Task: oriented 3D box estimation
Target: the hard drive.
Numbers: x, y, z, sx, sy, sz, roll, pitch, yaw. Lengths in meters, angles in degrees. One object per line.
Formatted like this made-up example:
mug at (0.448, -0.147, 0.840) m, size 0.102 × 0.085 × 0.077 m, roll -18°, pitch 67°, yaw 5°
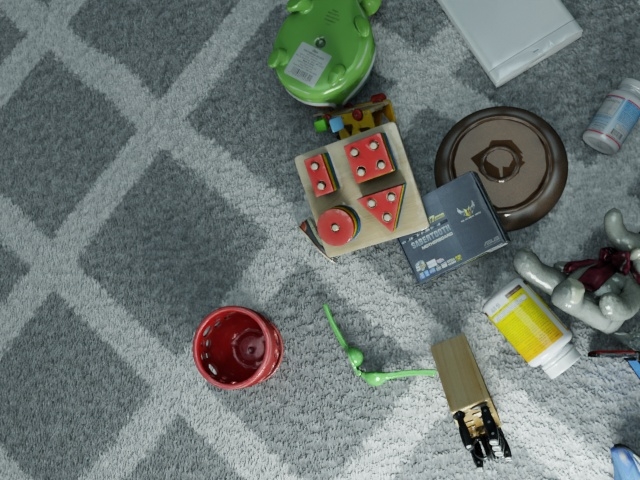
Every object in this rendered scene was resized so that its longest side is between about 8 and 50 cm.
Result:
hard drive at (0.438, -0.580, 1.695) m, size 0.233 × 0.047 × 0.353 m, roll -31°, pitch 75°, yaw 7°

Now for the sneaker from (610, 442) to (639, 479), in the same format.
sneaker at (0.623, 0.587, 1.417) m, size 0.147 × 0.130 × 0.330 m, roll -5°, pitch 80°, yaw 11°

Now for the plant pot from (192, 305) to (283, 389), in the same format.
plant pot at (-0.184, 0.254, 1.646) m, size 0.191 × 0.174 × 0.191 m, roll -2°, pitch 81°, yaw 14°

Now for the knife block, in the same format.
knife block at (0.317, 0.339, 1.473) m, size 0.088 × 0.242 × 0.276 m, roll -23°, pitch 76°, yaw 8°

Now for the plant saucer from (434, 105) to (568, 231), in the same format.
plant saucer at (0.423, -0.176, 1.633) m, size 0.310 × 0.050 × 0.311 m, roll -3°, pitch 80°, yaw 14°

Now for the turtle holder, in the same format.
turtle holder at (0.021, -0.476, 1.687) m, size 0.243 × 0.227 × 0.320 m, roll 0°, pitch 80°, yaw 15°

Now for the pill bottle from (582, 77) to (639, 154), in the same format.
pill bottle at (0.671, -0.282, 1.567) m, size 0.087 × 0.087 × 0.160 m, roll 33°, pitch 90°, yaw 16°

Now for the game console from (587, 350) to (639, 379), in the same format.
game console at (0.636, 0.275, 1.455) m, size 0.124 × 0.144 × 0.085 m, roll -2°, pitch 80°, yaw 13°

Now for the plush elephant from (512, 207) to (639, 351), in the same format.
plush elephant at (0.623, 0.060, 1.438) m, size 0.330 × 0.272 × 0.255 m, roll 31°, pitch 100°, yaw -8°

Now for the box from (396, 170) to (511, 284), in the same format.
box at (0.294, -0.027, 1.604) m, size 0.232 × 0.059 × 0.183 m, roll -28°, pitch 76°, yaw 23°

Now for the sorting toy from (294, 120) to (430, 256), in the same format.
sorting toy at (0.086, -0.109, 1.584) m, size 0.257 × 0.089 × 0.255 m, roll -17°, pitch 94°, yaw 20°

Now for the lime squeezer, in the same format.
lime squeezer at (0.110, 0.271, 1.624) m, size 0.310 × 0.059 × 0.110 m, roll 30°, pitch 108°, yaw 18°

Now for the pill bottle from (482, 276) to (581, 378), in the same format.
pill bottle at (0.467, 0.194, 1.524) m, size 0.117 × 0.117 × 0.215 m, roll -40°, pitch 74°, yaw 5°

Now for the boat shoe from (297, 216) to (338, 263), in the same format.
boat shoe at (0.000, 0.000, 1.710) m, size 0.043 × 0.049 × 0.137 m, roll -44°, pitch 69°, yaw 2°

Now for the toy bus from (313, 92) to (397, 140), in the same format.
toy bus at (0.088, -0.280, 1.699) m, size 0.191 × 0.202 × 0.104 m, roll -17°, pitch 108°, yaw 4°
